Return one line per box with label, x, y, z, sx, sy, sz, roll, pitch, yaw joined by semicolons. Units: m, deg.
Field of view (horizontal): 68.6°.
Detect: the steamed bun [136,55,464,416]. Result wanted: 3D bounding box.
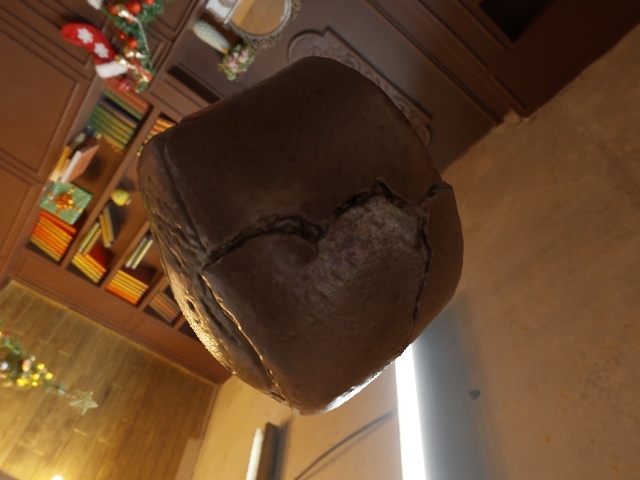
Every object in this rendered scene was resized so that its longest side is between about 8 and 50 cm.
steamed bun;0.000;0.000;0.423;0.251;0.301;0.199;-37;-165;-30
